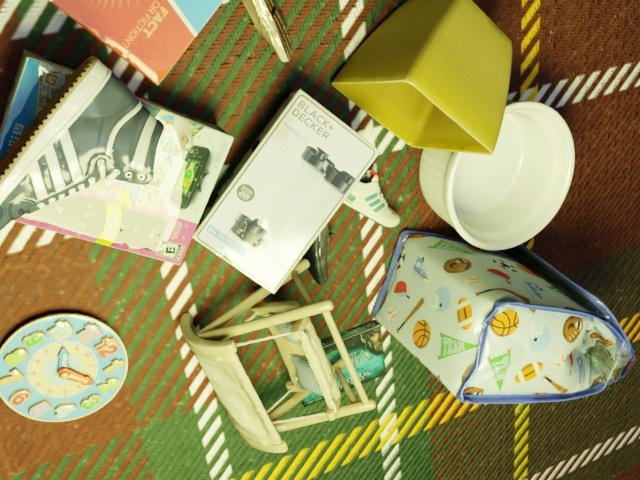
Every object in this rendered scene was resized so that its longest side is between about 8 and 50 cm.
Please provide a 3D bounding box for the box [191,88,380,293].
[{"bbox_3d":[-0.059,-0.081,1.131,0.169,0.087,0.290,37,92,-12],"label":"box"}]

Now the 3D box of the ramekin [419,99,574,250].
[{"bbox_3d":[0.319,-0.132,1.296,0.277,0.135,0.277,-10,115,-22],"label":"ramekin"}]

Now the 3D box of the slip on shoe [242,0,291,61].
[{"bbox_3d":[-0.084,-0.334,1.068,0.041,0.051,0.135,-9,133,22],"label":"slip on shoe"}]

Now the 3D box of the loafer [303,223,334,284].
[{"bbox_3d":[0.000,0.000,1.242,0.061,0.062,0.170,-21,120,-23],"label":"loafer"}]

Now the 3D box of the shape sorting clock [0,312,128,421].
[{"bbox_3d":[-0.420,0.211,1.137,0.206,0.040,0.206,-10,115,-22],"label":"shape sorting clock"}]

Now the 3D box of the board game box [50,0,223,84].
[{"bbox_3d":[-0.275,-0.402,0.928,0.316,0.064,0.242,36,93,-33],"label":"board game box"}]

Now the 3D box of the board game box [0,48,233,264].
[{"bbox_3d":[-0.313,-0.111,1.018,0.303,0.097,0.224,18,102,-30],"label":"board game box"}]

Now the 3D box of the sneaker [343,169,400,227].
[{"bbox_3d":[0.095,-0.081,1.253,0.161,0.057,0.075,26,104,-30],"label":"sneaker"}]

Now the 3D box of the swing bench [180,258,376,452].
[{"bbox_3d":[-0.076,0.215,1.214,0.255,0.165,0.253,-25,120,-5],"label":"swing bench"}]

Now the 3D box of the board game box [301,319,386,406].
[{"bbox_3d":[0.039,0.244,1.386,0.186,0.026,0.126,-19,119,-18],"label":"board game box"}]

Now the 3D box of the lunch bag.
[{"bbox_3d":[0.355,0.138,1.321,0.386,0.328,0.239,10,109,-28],"label":"lunch bag"}]

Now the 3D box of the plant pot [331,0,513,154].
[{"bbox_3d":[0.187,-0.278,1.137,0.212,0.212,0.187,32,83,-33],"label":"plant pot"}]

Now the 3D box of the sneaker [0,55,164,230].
[{"bbox_3d":[-0.325,-0.083,0.909,0.153,0.099,0.282,40,88,-31],"label":"sneaker"}]
